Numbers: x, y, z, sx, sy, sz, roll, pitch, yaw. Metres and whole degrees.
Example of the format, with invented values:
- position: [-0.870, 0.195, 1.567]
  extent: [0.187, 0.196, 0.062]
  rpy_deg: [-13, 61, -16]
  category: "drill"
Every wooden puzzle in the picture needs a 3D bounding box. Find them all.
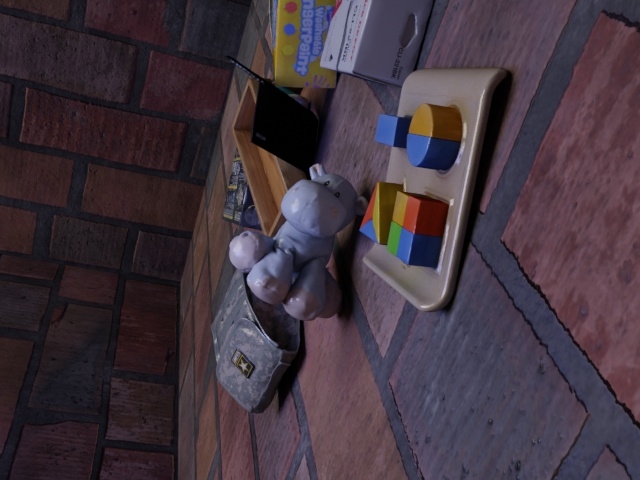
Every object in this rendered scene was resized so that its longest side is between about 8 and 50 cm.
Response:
- position: [0.142, -0.098, 1.155]
  extent: [0.322, 0.080, 0.348]
  rpy_deg: [-137, 59, -72]
  category: "wooden puzzle"

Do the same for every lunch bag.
- position: [-0.149, 0.235, 1.801]
  extent: [0.287, 0.169, 0.235]
  rpy_deg: [-107, 35, -45]
  category: "lunch bag"

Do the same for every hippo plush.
- position: [0.000, 0.000, 1.466]
  extent: [0.236, 0.234, 0.294]
  rpy_deg: [-51, -16, 25]
  category: "hippo plush"

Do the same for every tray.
- position: [-0.136, -0.217, 2.029]
  extent: [0.203, 0.076, 0.411]
  rpy_deg: [119, 140, -49]
  category: "tray"

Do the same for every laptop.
- position: [-0.129, -0.316, 1.903]
  extent: [0.264, 0.234, 0.136]
  rpy_deg: [41, 100, 40]
  category: "laptop"

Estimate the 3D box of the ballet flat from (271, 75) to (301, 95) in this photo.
- position: [-0.092, -0.471, 2.229]
  extent: [0.280, 0.095, 0.096]
  rpy_deg: [-44, 27, 47]
  category: "ballet flat"

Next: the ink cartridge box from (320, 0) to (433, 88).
- position: [0.101, -0.406, 1.441]
  extent: [0.273, 0.114, 0.197]
  rpy_deg: [-131, 54, -70]
  category: "ink cartridge box"

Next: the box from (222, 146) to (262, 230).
- position: [-0.232, -0.205, 2.509]
  extent: [0.395, 0.097, 0.318]
  rpy_deg: [-166, 88, -74]
  category: "box"

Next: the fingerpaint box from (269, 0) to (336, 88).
- position: [-0.037, -0.656, 1.837]
  extent: [0.371, 0.163, 0.445]
  rpy_deg: [-98, 11, -48]
  category: "fingerpaint box"

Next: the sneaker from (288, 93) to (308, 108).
- position: [-0.123, -0.296, 2.162]
  extent: [0.290, 0.106, 0.123]
  rpy_deg: [133, 147, -60]
  category: "sneaker"
